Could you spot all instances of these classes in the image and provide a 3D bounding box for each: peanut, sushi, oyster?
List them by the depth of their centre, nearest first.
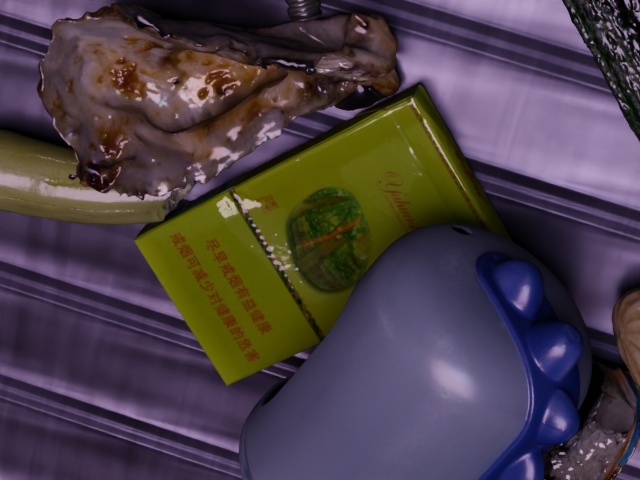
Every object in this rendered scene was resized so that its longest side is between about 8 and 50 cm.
[{"bbox_3d":[-0.094,-0.156,1.676,0.337,0.133,0.198,-9,130,11],"label":"oyster"},{"bbox_3d":[0.351,0.125,1.706,0.194,0.093,0.083,48,126,-7],"label":"peanut"},{"bbox_3d":[0.236,0.233,1.776,0.109,0.134,0.273,5,106,-22],"label":"sushi"}]

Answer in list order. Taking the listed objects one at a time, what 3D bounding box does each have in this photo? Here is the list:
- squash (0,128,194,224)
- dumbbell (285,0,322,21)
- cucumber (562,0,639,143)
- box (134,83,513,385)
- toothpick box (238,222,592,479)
[{"bbox_3d":[-0.254,-0.061,1.790,0.250,0.083,0.083,8,114,9],"label":"squash"},{"bbox_3d":[-0.050,-0.389,1.549,0.179,0.179,0.406,-5,110,16],"label":"dumbbell"},{"bbox_3d":[0.295,-0.151,1.618,0.077,0.077,0.265,-26,103,22],"label":"cucumber"},{"bbox_3d":[0.000,0.000,1.770,0.335,0.047,0.187,-26,103,23],"label":"box"},{"bbox_3d":[0.108,0.147,1.659,0.263,0.263,0.355,35,127,-2],"label":"toothpick box"}]
